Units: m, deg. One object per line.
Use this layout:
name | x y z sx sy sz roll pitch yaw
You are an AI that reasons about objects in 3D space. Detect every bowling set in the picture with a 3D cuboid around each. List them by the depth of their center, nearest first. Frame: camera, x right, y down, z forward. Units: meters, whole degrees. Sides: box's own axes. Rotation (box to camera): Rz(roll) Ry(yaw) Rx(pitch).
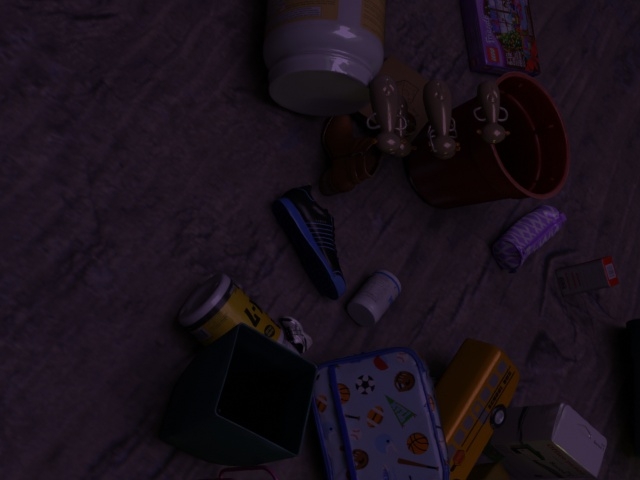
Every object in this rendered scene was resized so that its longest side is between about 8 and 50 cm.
bowling set | 0.210 -0.212 1.834 0.287 0.200 0.154 0 73 -12

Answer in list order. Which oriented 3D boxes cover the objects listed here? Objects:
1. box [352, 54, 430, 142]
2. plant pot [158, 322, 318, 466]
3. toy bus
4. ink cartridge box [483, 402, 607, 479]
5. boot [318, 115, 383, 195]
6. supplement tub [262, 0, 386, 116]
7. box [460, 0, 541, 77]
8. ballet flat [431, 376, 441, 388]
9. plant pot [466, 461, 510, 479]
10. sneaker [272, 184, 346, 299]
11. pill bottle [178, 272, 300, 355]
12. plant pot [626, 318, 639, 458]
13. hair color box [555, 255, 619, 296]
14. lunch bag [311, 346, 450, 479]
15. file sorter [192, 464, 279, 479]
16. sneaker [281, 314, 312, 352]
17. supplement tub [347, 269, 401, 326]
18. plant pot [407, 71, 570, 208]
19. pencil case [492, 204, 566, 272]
box | 0.168 -0.303 2.032 0.164 0.021 0.201 36 55 6
plant pot | -0.151 0.274 1.537 0.166 0.234 0.165 33 50 -25
toy bus | 0.268 0.369 1.858 0.332 0.108 0.130 -54 127 -19
ink cartridge box | 0.464 0.427 1.970 0.160 0.219 0.092 39 57 -22
boot | 0.070 -0.189 1.886 0.073 0.152 0.197 19 67 -31
supplement tub | 0.010 -0.439 1.853 0.241 0.241 0.331 16 69 -33
box | 0.442 -0.554 2.321 0.201 0.057 0.293 0 78 -36
ballet flat | 0.184 0.300 1.891 0.232 0.080 0.073 18 79 -32
plant pot | 0.353 0.510 1.957 0.083 0.081 0.081 -40 102 -41
sneaker | 0.000 0.000 1.828 0.090 0.081 0.232 -32 97 -30
pill bottle | -0.141 0.168 1.655 0.208 0.119 0.119 46 55 -18
plant pot | 0.909 0.382 2.265 0.341 0.341 0.334 16 76 -33
hair color box | 0.641 0.087 2.243 0.043 0.141 0.072 -13 86 -39
lunch bag | 0.105 0.358 1.730 0.115 0.243 0.303 36 42 -77
file sorter | -0.201 0.491 1.472 0.291 0.202 0.182 -18 88 -38
sneaker | -0.049 0.179 1.775 0.083 0.032 0.037 49 54 -15
supplement tub | 0.110 0.116 1.886 0.071 0.071 0.107 51 55 -14
plant pot | 0.349 -0.192 2.016 0.272 0.265 0.272 12 72 -38
pencil case | 0.488 -0.010 2.191 0.206 0.088 0.086 -38 103 -38
